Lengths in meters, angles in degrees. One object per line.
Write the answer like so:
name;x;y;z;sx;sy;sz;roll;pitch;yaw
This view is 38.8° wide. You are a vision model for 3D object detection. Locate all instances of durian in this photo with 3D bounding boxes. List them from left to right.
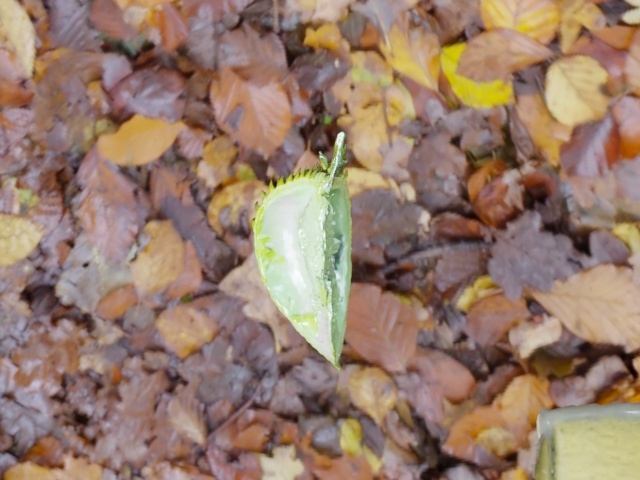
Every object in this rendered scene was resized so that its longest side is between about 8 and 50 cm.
durian;0.000;0.000;0.738;0.086;0.100;0.215;-16;123;-21

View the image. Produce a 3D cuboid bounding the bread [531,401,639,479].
bread;0.310;0.289;0.678;0.346;0.405;0.242;-13;95;28
